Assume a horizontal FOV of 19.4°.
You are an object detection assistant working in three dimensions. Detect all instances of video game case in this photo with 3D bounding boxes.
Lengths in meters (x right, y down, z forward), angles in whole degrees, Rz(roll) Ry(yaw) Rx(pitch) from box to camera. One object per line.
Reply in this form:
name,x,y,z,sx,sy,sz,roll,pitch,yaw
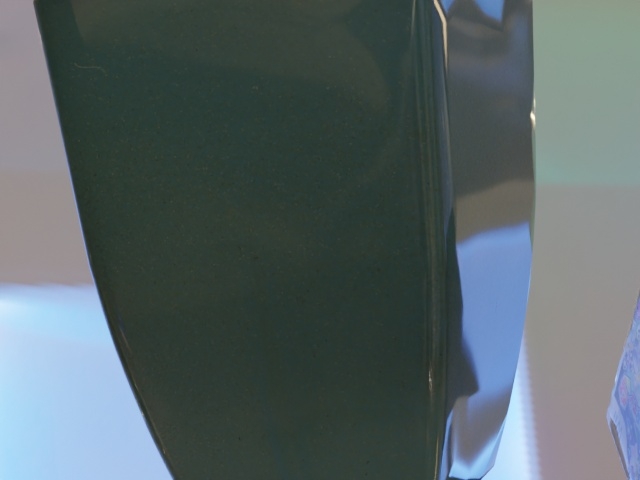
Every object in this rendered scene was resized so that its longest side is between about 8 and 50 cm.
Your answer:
video game case,0.152,0.061,0.829,0.011,0.122,0.087,0,-144,-8

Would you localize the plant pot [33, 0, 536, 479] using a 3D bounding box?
plant pot,0.000,0.000,0.800,0.166,0.165,0.234,-2,-81,21
